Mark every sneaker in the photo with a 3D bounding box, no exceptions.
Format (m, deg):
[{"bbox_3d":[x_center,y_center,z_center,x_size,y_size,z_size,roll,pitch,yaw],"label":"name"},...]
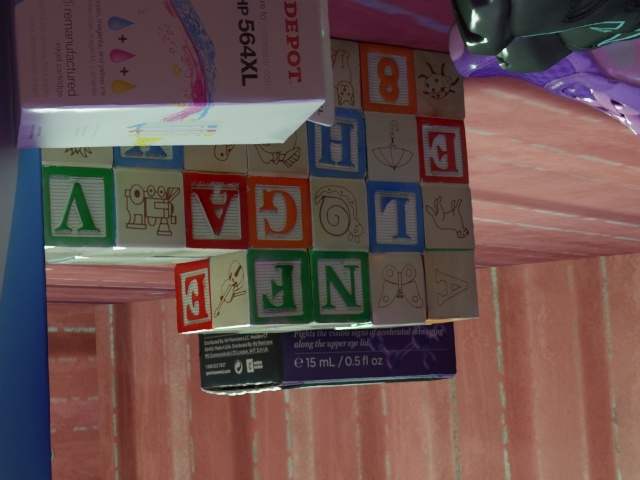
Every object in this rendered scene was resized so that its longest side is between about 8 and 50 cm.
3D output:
[{"bbox_3d":[0.095,-0.120,0.509,0.106,0.101,0.267,-12,-178,13],"label":"sneaker"},{"bbox_3d":[0.183,-0.086,0.769,0.236,0.105,0.095,0,175,-18],"label":"sneaker"}]

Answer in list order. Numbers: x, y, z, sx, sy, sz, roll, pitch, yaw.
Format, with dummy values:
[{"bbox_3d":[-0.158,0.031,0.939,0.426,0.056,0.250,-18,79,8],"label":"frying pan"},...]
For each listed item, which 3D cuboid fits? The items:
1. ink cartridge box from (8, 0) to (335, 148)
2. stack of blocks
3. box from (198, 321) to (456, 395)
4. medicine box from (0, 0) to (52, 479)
[{"bbox_3d":[-0.061,-0.093,0.625,0.143,0.092,0.090,-3,174,-13],"label":"ink cartridge box"},{"bbox_3d":[-0.048,-0.032,0.857,0.297,0.171,0.087,2,173,-37],"label":"stack of blocks"},{"bbox_3d":[0.000,0.000,1.019,0.153,0.207,0.108,0,174,-35],"label":"box"},{"bbox_3d":[-0.258,0.000,0.582,0.149,0.263,0.289,-6,174,32],"label":"medicine box"}]
